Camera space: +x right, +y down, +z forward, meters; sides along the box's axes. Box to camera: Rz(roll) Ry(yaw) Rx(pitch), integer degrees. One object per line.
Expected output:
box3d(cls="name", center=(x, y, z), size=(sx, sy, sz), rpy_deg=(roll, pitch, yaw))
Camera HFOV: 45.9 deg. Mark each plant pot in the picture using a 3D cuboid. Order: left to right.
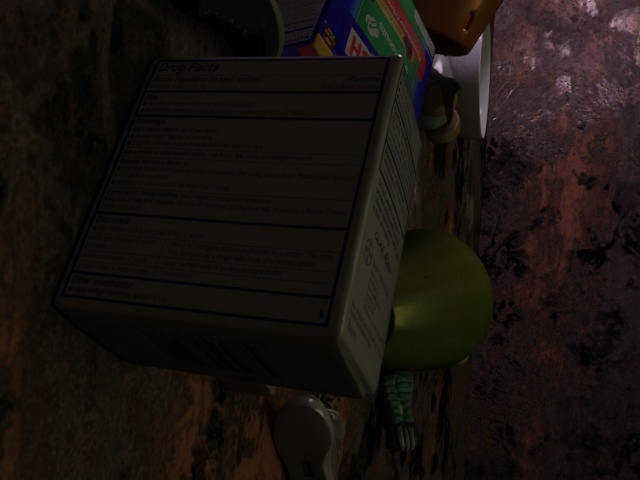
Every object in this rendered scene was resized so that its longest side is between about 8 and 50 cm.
box3d(cls="plant pot", center=(0.130, 0.117, 1.344), size=(0.293, 0.275, 0.274), rpy_deg=(-3, 96, -60))
box3d(cls="plant pot", center=(0.233, -0.496, 1.495), size=(0.203, 0.291, 0.291), rpy_deg=(-70, 161, 3))

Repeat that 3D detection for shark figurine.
box3d(cls="shark figurine", center=(0.129, -0.313, 1.413), size=(0.116, 0.278, 0.166), rpy_deg=(-55, -142, 38))

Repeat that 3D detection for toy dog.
box3d(cls="toy dog", center=(0.213, -0.359, 1.677), size=(0.333, 0.161, 0.220), rpy_deg=(-87, 164, -48))

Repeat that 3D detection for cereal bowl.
box3d(cls="cereal bowl", center=(0.386, -0.446, 2.080), size=(0.339, 0.141, 0.339), rpy_deg=(4, 90, -74))

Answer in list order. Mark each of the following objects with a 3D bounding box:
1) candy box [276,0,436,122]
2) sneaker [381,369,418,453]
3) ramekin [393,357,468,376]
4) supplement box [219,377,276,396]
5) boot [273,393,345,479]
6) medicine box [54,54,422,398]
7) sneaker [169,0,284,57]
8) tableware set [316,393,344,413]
box3d(cls="candy box", center=(0.047, -0.271, 1.108), size=(0.268, 0.122, 0.317), rpy_deg=(52, 43, -39))
box3d(cls="sneaker", center=(0.167, 0.384, 1.769), size=(0.098, 0.083, 0.223), rpy_deg=(137, -44, -58))
box3d(cls="ramekin", center=(0.242, 0.150, 1.703), size=(0.303, 0.148, 0.303), rpy_deg=(-7, 90, -67))
box3d(cls="supplement box", center=(-0.074, 0.064, 0.986), size=(0.130, 0.073, 0.239), rpy_deg=(72, 30, -49))
box3d(cls="boot", center=(-0.012, 0.299, 1.206), size=(0.123, 0.095, 0.258), rpy_deg=(-74, 166, -47))
box3d(cls="medicine box", center=(-0.060, -0.024, 0.724), size=(0.149, 0.264, 0.289), rpy_deg=(63, 36, -56))
box3d(cls="sneaker", center=(-0.112, -0.256, 0.846), size=(0.118, 0.083, 0.222), rpy_deg=(-52, 152, -27))
box3d(cls="tableware set", center=(0.037, 0.288, 1.391), size=(0.194, 0.039, 0.128), rpy_deg=(-64, 151, -47))
